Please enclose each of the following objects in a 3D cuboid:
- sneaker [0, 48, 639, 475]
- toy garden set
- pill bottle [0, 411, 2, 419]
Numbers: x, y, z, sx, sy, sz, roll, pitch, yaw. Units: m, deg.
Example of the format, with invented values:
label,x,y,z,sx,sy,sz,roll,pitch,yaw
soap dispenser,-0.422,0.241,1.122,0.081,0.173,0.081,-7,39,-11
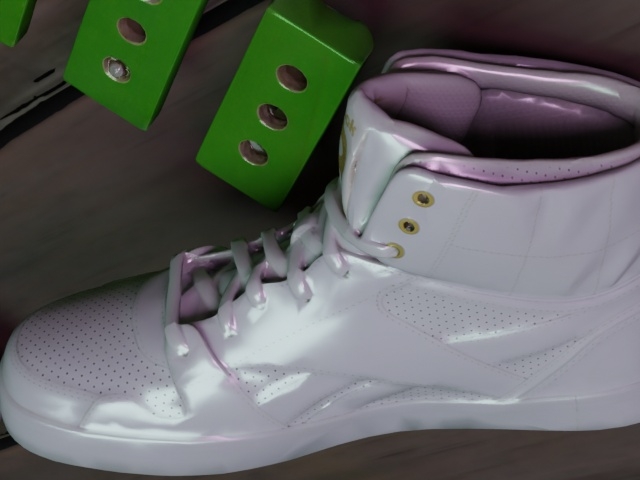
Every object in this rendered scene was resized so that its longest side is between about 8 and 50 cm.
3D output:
label,x,y,z,sx,sy,sz,roll,pitch,yaw
sneaker,0.000,0.000,0.701,0.292,0.108,0.169,-7,134,4
toy garden set,-0.079,-0.144,0.693,0.244,0.049,0.204,32,142,1
pill bottle,-0.286,0.062,0.981,0.215,0.117,0.117,27,140,7
